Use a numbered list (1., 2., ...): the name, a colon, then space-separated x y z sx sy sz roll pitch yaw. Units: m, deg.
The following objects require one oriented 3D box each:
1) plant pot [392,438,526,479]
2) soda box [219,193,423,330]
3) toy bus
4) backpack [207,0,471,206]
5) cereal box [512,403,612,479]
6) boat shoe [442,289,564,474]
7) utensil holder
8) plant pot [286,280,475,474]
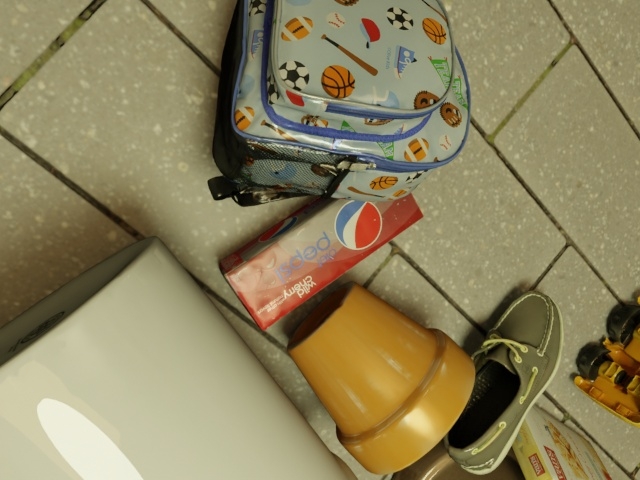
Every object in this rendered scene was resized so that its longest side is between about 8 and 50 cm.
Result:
1. plant pot: 0.263 0.453 0.753 0.263 0.229 0.262 -3 99 -18
2. soda box: 0.000 0.000 0.658 0.263 0.083 0.092 -34 108 -10
3. toy bus: 0.596 0.244 0.891 0.220 0.149 0.211 -48 126 -4
4. backpack: 0.032 -0.170 0.539 0.264 0.213 0.276 10 74 -23
5. cereal box: 0.402 0.367 0.817 0.240 0.173 0.047 35 114 -22
6. boat shoe: 0.280 0.201 0.752 0.304 0.109 0.091 -58 136 -14
7. utensil holder: -0.177 0.233 0.514 0.328 0.328 0.385 -35 106 -10
8. plant pot: 0.064 0.163 0.663 0.188 0.205 0.205 45 83 -4
